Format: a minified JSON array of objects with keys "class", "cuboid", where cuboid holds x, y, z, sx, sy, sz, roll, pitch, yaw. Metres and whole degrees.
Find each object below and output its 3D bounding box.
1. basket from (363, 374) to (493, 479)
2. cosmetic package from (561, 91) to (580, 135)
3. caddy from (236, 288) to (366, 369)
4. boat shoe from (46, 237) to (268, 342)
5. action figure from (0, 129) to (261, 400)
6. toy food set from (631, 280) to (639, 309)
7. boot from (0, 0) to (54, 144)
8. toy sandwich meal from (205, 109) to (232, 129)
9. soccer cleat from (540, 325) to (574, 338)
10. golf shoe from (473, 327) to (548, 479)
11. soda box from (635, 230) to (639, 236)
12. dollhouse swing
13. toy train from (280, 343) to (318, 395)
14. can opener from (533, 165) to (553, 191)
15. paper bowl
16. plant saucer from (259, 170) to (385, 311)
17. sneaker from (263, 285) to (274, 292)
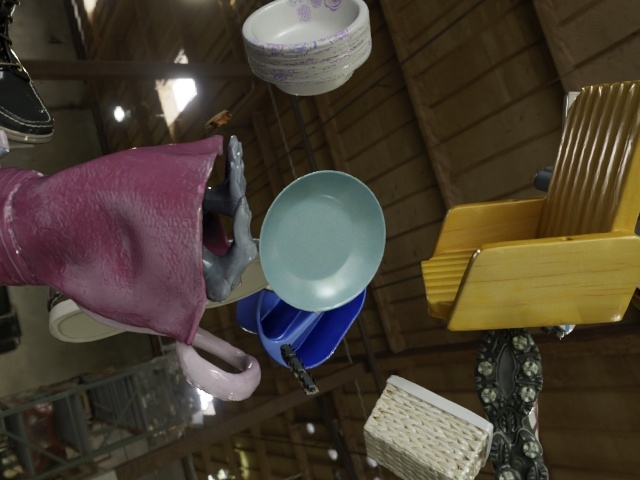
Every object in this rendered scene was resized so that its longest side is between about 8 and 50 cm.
[{"class":"basket","cuboid":[0.154,0.297,0.766,0.167,0.103,0.113,22,-38,30]},{"class":"cosmetic package","cuboid":[0.634,-0.306,1.281,0.060,0.041,0.115,2,-91,9]},{"class":"caddy","cuboid":[-0.033,0.137,1.222,0.241,0.341,0.179,49,-31,-21]},{"class":"boat shoe","cuboid":[-0.206,0.045,0.724,0.117,0.324,0.097,97,-28,-52]},{"class":"action figure","cuboid":[-0.244,-0.003,0.436,0.248,0.369,0.276,161,-77,-81]},{"class":"toy food set","cuboid":[0.561,0.110,0.871,0.132,0.192,0.039,38,-76,8]},{"class":"boot","cuboid":[-0.573,-0.382,0.913,0.377,0.138,0.284,47,-64,14]},{"class":"toy sandwich meal","cuboid":[-0.263,-0.309,1.347,0.029,0.085,0.085,55,-35,-9]},{"class":"soccer cleat","cuboid":[0.571,0.128,1.390,0.143,0.331,0.116,-56,-160,-5]},{"class":"golf shoe","cuboid":[0.314,0.272,0.867,0.105,0.120,0.273,-3,-98,17]},{"class":"soda box","cuboid":[0.638,0.054,1.073,0.071,0.067,0.210,60,-27,26]},{"class":"dollhouse swing","cuboid":[0.311,-0.071,0.813,0.314,0.347,0.305,-5,-76,9]},{"class":"toy train","cuboid":[-0.044,0.250,0.994,0.158,0.027,0.036,-141,-131,-59]},{"class":"can opener","cuboid":[0.601,-0.126,1.089,0.283,0.076,0.095,22,-53,39]},{"class":"paper bowl","cuboid":[-0.026,-0.441,1.182,0.284,0.284,0.148,44,-22,38]},{"class":"plant saucer","cuboid":[0.000,0.000,0.716,0.037,0.194,0.195,20,-64,60]},{"class":"sneaker","cuboid":[-0.056,0.008,1.008,0.129,0.330,0.147,13,-74,35]}]
